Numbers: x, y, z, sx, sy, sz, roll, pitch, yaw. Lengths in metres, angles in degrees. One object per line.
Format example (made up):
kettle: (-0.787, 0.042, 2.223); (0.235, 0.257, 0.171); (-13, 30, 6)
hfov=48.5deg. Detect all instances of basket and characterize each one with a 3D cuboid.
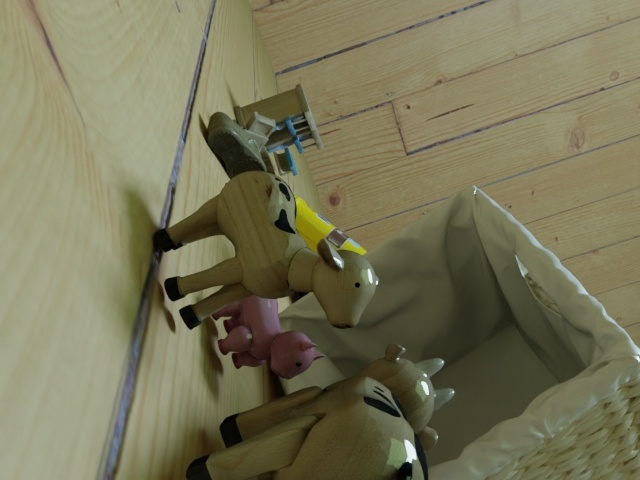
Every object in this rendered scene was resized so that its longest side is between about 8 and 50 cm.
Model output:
basket: (0.159, 0.179, 0.828); (0.266, 0.331, 0.328); (55, 3, -38)

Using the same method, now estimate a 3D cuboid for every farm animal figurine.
farm animal figurine: (0.010, 0.116, 0.530); (0.326, 0.172, 0.330); (-101, 167, -72)

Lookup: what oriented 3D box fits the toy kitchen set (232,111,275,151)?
toy kitchen set: (-0.119, -0.167, 1.029); (0.068, 0.083, 0.075); (16, 41, -31)

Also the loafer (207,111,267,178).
loafer: (-0.112, -0.127, 0.976); (0.148, 0.056, 0.050); (63, 16, -64)

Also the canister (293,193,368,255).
canister: (0.000, 0.000, 1.205); (0.170, 0.073, 0.126); (37, 0, 6)

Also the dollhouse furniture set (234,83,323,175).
dollhouse furniture set: (-0.059, -0.153, 1.278); (0.129, 0.129, 0.183); (64, 8, -63)

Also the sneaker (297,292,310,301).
sneaker: (0.019, 0.134, 1.233); (0.126, 0.127, 0.321); (35, 1, -34)
